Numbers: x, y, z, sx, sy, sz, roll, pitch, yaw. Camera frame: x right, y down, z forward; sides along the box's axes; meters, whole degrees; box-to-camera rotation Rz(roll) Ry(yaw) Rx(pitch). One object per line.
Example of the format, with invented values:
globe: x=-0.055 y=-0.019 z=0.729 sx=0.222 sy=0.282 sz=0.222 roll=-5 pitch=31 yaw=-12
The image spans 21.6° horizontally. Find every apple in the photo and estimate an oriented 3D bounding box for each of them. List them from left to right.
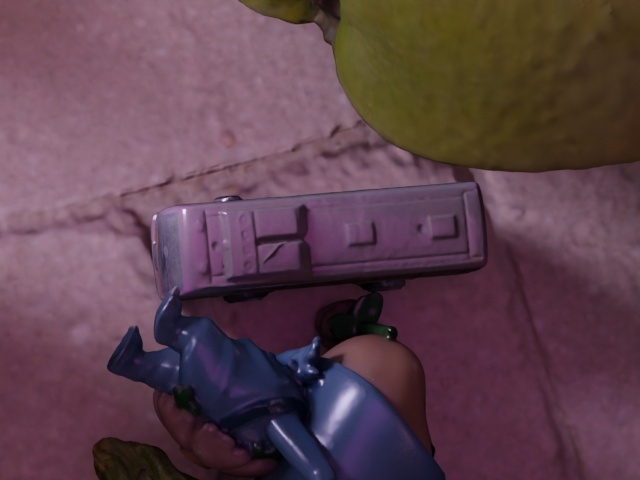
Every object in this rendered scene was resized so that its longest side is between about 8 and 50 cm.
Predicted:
apple: x=0.130 y=-0.202 z=0.828 sx=0.360 sy=0.320 sz=0.312 roll=-30 pitch=98 yaw=-9

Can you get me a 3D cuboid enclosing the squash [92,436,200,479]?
squash: x=-0.040 y=0.199 z=0.763 sx=0.137 sy=0.137 sz=0.288 roll=-15 pitch=65 yaw=-14

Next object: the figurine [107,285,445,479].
figurine: x=-0.007 y=0.075 z=0.837 sx=0.178 sy=0.114 sz=0.144 roll=33 pitch=66 yaw=-13

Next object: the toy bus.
toy bus: x=0.000 y=0.000 z=0.876 sx=0.172 sy=0.072 sz=0.057 roll=-5 pitch=86 yaw=-13
